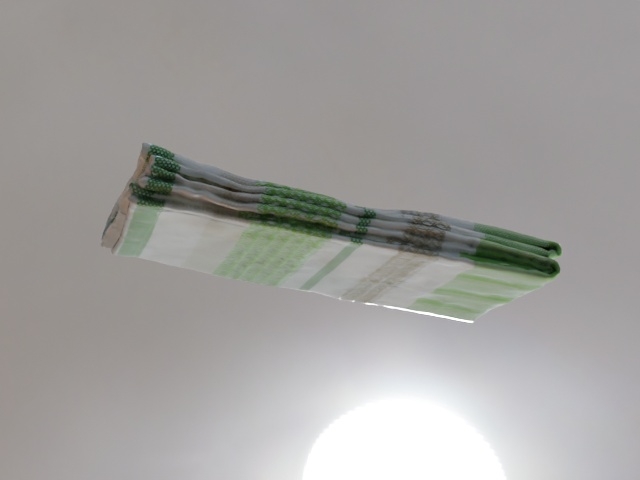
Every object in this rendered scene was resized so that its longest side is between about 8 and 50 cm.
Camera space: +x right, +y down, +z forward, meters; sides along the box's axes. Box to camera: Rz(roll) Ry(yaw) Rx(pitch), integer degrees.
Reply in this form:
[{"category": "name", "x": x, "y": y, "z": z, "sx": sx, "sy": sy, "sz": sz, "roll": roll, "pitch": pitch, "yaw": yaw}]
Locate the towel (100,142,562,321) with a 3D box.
[{"category": "towel", "x": 0.000, "y": 0.000, "z": 0.624, "sx": 0.152, "sy": 0.113, "sz": 0.023, "roll": 11, "pitch": -102, "yaw": -10}]
